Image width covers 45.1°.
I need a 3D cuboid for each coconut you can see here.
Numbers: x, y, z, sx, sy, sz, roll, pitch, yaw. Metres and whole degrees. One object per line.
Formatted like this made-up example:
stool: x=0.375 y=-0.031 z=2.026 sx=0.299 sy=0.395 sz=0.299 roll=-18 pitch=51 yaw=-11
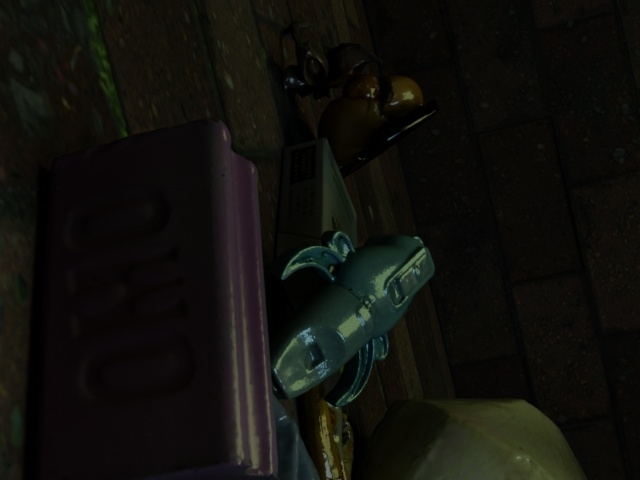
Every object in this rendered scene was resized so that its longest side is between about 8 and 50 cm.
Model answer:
coconut: x=0.204 y=0.359 z=1.013 sx=0.352 sy=0.352 sz=0.353 roll=-13 pitch=90 yaw=-77

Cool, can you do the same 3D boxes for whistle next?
whistle: x=0.035 y=0.072 z=0.840 sx=0.274 sy=0.093 sz=0.186 roll=-39 pitch=118 yaw=-37

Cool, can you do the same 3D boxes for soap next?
soap: x=-0.093 y=0.040 z=0.436 sx=0.065 sy=0.122 sz=0.203 roll=54 pitch=25 yaw=-62

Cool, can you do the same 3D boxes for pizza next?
pizza: x=0.021 y=0.254 z=0.912 sx=0.176 sy=0.036 sz=0.185 roll=39 pitch=40 yaw=-70

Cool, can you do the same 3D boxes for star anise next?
star anise: x=-0.004 y=-0.315 z=1.190 sx=0.218 sy=0.148 sz=0.228 roll=53 pitch=16 yaw=-66

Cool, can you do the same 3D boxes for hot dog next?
hot dog: x=0.052 y=-0.171 z=1.157 sx=0.107 sy=0.194 sz=0.326 roll=57 pitch=-27 yaw=-1

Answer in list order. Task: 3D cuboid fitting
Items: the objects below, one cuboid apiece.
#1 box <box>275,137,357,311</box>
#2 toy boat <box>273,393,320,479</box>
box: x=0.000 y=0.000 z=1.005 sx=0.243 sy=0.067 sz=0.155 roll=-89 pitch=159 yaw=-48
toy boat: x=-0.055 y=0.180 z=0.565 sx=0.283 sy=0.078 sz=0.127 roll=64 pitch=17 yaw=-46
